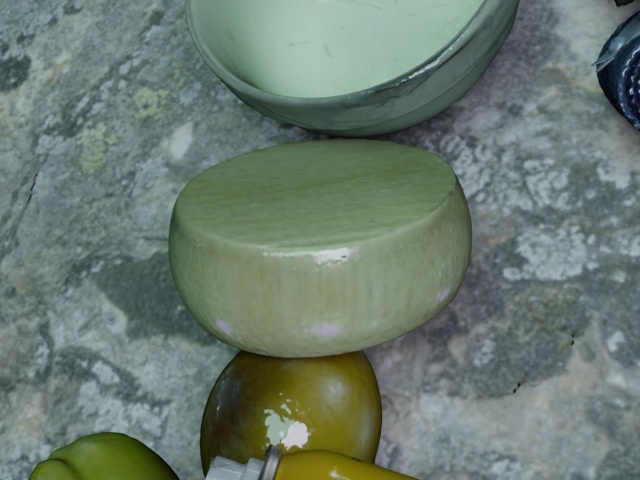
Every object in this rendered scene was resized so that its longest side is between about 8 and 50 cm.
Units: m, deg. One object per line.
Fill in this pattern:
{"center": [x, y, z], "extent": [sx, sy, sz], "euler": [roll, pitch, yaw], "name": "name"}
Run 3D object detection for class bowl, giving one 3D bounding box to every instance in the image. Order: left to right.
{"center": [0.045, -0.222, 1.173], "extent": [0.307, 0.163, 0.307], "euler": [-8, 66, 18], "name": "bowl"}

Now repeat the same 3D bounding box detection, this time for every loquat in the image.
{"center": [-0.023, 0.147, 1.055], "extent": [0.152, 0.152, 0.195], "euler": [-3, 69, 19], "name": "loquat"}

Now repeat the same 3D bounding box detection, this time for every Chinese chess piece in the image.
{"center": [0.000, 0.000, 1.064], "extent": [0.250, 0.101, 0.250], "euler": [-6, 25, 3], "name": "Chinese chess piece"}

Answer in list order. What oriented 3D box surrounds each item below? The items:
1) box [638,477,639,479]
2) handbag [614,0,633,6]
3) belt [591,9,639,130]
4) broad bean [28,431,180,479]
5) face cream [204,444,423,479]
{"center": [0.386, 0.202, 0.795], "extent": [0.344, 0.122, 0.385], "euler": [24, 48, 27], "name": "box"}
{"center": [0.309, -0.291, 1.106], "extent": [0.211, 0.088, 0.254], "euler": [-31, 27, 11], "name": "handbag"}
{"center": [0.337, -0.165, 1.069], "extent": [0.218, 0.128, 0.122], "euler": [-28, 104, 7], "name": "belt"}
{"center": [-0.104, 0.263, 0.972], "extent": [0.291, 0.238, 0.119], "euler": [45, 84, -5], "name": "broad bean"}
{"center": [0.080, 0.229, 0.927], "extent": [0.349, 0.105, 0.105], "euler": [18, 74, 0], "name": "face cream"}
